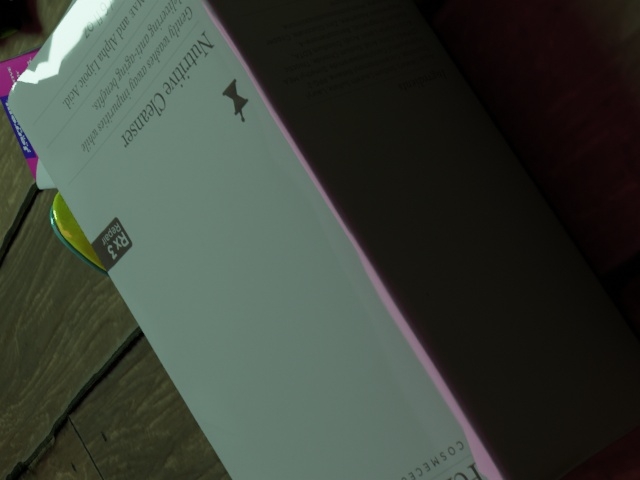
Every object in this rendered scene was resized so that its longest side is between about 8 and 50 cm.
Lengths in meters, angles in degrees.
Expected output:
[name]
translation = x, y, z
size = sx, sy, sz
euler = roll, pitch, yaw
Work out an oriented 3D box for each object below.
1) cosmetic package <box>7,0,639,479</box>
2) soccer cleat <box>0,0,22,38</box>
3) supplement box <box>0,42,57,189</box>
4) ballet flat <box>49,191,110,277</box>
[cosmetic package]
translation = 0.000, 0.000, 0.910
size = 0.385, 0.156, 0.217
euler = 58, 137, 12
[soccer cleat]
translation = -0.309, -0.207, 1.408
size = 0.072, 0.060, 0.179
euler = 59, 149, 6
[supplement box]
translation = -0.150, -0.110, 1.162
size = 0.220, 0.114, 0.111
euler = 0, 115, 62
[ballet flat]
translation = -0.080, 0.013, 1.097
size = 0.231, 0.077, 0.077
euler = 34, 135, -30
